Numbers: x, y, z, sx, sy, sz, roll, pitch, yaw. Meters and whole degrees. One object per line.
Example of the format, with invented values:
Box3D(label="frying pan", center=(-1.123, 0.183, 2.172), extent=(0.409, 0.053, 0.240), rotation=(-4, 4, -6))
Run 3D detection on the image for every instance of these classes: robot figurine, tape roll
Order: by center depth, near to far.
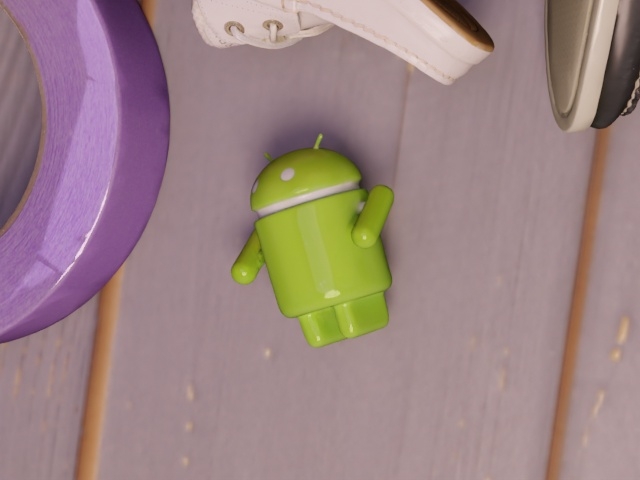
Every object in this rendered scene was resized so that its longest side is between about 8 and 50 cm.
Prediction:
Box3D(label="robot figurine", center=(0.000, 0.000, 1.018), extent=(0.101, 0.067, 0.115), rotation=(-17, 87, 37))
Box3D(label="tape roll", center=(-0.231, -0.070, 1.063), extent=(0.274, 0.090, 0.275), rotation=(0, 92, 15))

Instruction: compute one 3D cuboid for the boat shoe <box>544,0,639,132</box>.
Box3D(label="boat shoe", center=(0.193, -0.220, 0.942), extent=(0.113, 0.127, 0.340), rotation=(7, 91, -9))

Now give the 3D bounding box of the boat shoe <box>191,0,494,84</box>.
Box3D(label="boat shoe", center=(-0.033, -0.148, 1.012), extent=(0.277, 0.098, 0.096), rotation=(34, 99, 20))
